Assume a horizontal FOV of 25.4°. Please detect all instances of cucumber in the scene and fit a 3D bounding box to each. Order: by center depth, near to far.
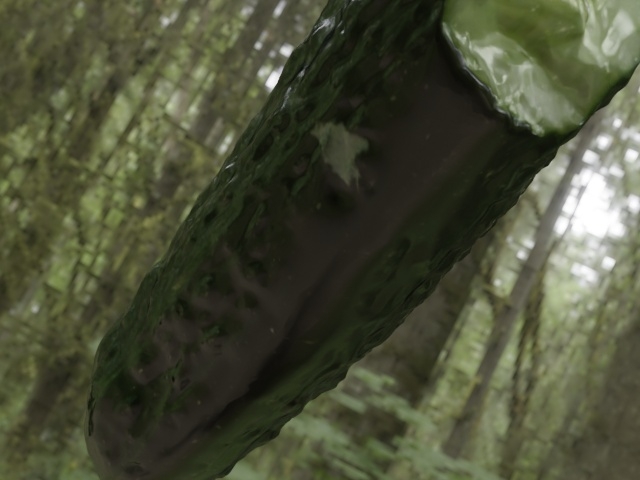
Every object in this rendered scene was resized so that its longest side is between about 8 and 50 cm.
[{"bbox_3d":[-0.001,0.000,0.410,0.074,0.074,0.241,31,-52,-10],"label":"cucumber"}]
